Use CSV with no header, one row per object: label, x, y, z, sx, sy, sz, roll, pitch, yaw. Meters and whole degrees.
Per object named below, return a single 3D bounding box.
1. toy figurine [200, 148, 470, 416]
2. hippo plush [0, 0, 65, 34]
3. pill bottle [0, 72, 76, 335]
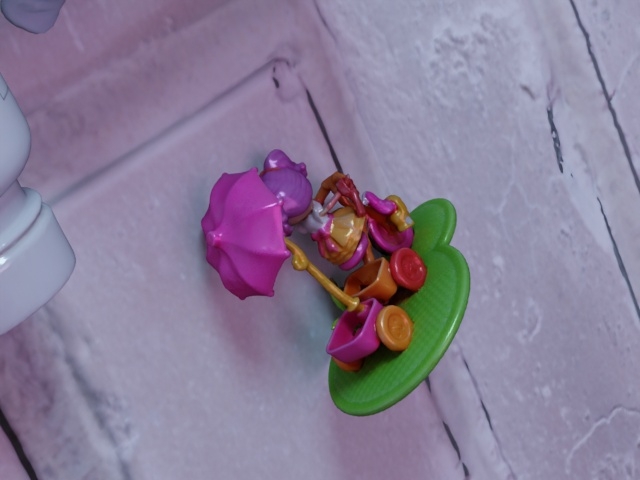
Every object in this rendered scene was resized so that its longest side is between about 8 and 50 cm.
toy figurine,0.000,0.000,1.072,0.159,0.130,0.173,36,50,-24
hippo plush,-0.082,-0.199,0.919,0.236,0.294,0.234,-29,144,-13
pill bottle,-0.225,-0.059,0.865,0.131,0.131,0.229,-41,117,-28
